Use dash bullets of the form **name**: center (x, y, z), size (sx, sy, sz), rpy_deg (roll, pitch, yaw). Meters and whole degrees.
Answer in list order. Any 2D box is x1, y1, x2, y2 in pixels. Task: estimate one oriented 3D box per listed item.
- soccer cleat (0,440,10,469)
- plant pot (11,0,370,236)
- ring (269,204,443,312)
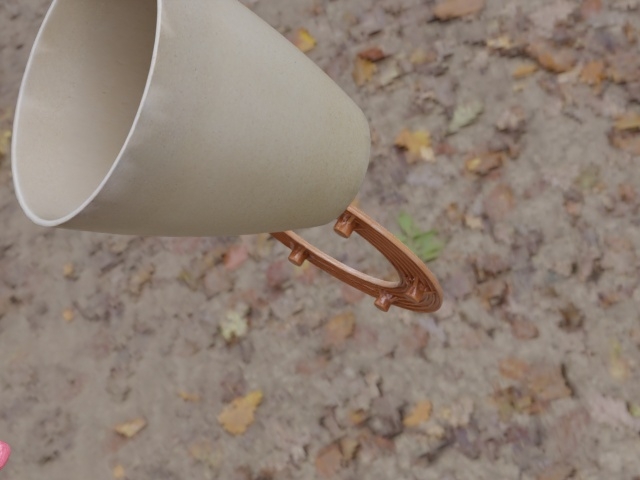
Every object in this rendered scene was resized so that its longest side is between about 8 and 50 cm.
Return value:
- **soccer cleat**: center (-0.302, 0.090, 0.798), size (0.095, 0.248, 0.083), rpy_deg (-7, 48, 20)
- **plant pot**: center (-0.098, -0.104, 1.097), size (0.256, 0.274, 0.256), rpy_deg (-25, 57, 46)
- **ring**: center (0.000, 0.000, 1.485), size (0.337, 0.336, 0.032), rpy_deg (23, 73, 35)
